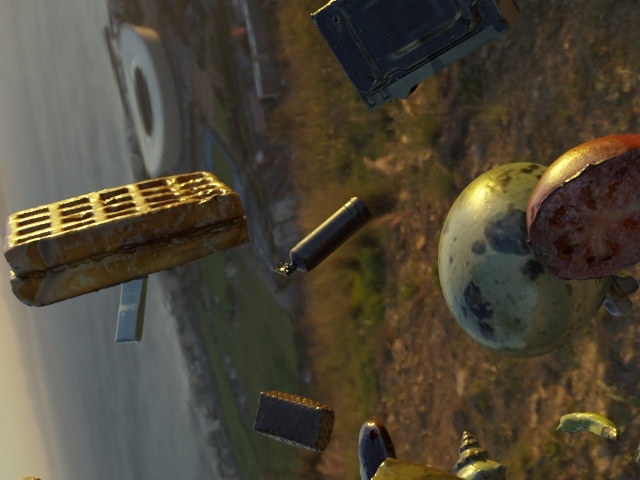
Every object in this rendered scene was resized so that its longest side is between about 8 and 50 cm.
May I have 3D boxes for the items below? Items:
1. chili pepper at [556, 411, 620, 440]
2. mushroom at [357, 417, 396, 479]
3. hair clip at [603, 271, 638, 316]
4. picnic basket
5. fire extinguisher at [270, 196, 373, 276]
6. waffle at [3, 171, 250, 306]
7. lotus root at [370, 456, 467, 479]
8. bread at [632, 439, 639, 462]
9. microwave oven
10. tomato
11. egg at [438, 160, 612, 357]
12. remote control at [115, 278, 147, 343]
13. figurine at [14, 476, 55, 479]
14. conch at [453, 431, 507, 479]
[{"bbox_3d":[0.499,0.336,1.659,0.208,0.049,0.043,154,118,-73],"label":"chili pepper"},{"bbox_3d":[0.085,0.339,1.420,0.123,0.052,0.123,178,90,-83],"label":"mushroom"},{"bbox_3d":[0.522,0.037,1.786,0.257,0.146,0.075,53,147,33],"label":"hair clip"},{"bbox_3d":[-0.064,0.400,2.029,0.193,0.055,0.110,8,82,34],"label":"picnic basket"},{"bbox_3d":[0.000,0.000,2.191,0.089,0.268,0.072,45,174,43],"label":"fire extinguisher"},{"bbox_3d":[-0.279,-0.014,1.303,0.224,0.328,0.098,-135,31,-67],"label":"waffle"},{"bbox_3d":[0.195,0.429,1.144,0.346,0.250,0.250,15,125,22],"label":"lotus root"},{"bbox_3d":[0.581,0.311,1.363,0.139,0.143,0.229,-63,11,-8],"label":"bread"},{"bbox_3d":[0.199,-0.481,1.940,0.286,0.355,0.218,57,-152,-12],"label":"microwave oven"},{"bbox_3d":[0.353,-0.050,1.147,0.225,0.225,0.085,99,161,-46],"label":"tomato"},{"bbox_3d":[0.337,0.028,1.506,0.379,0.288,0.287,-60,-27,-57],"label":"egg"},{"bbox_3d":[-0.428,0.154,2.060,0.029,0.061,0.162,64,-156,-63],"label":"remote control"},{"bbox_3d":[-0.573,0.628,1.853,0.324,0.124,0.222,58,148,33],"label":"figurine"},{"bbox_3d":[0.272,0.451,1.575,0.114,0.137,0.234,-10,85,28],"label":"conch"}]
